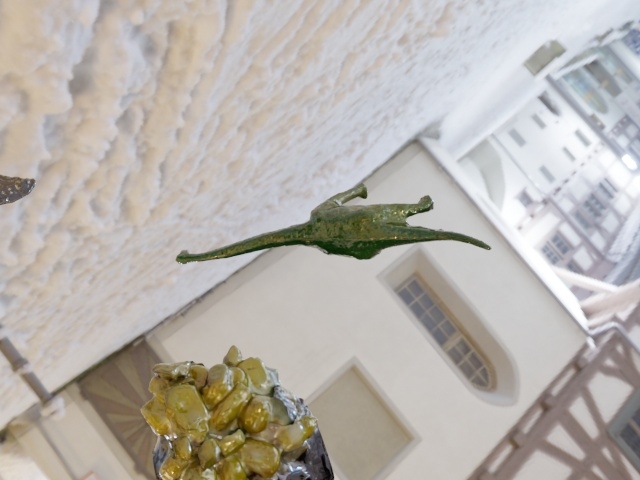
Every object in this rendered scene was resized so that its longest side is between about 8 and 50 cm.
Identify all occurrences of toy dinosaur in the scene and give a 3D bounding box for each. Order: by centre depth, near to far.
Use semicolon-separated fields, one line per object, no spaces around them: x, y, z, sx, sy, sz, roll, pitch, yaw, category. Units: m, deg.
0.000;0.000;0.921;0.301;0.087;0.447;-22;-160;-31;toy dinosaur

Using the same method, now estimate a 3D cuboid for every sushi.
-0.143;0.348;1.117;0.328;0.285;0.328;-5;-155;-16;sushi

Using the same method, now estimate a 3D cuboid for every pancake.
-0.635;-0.140;1.157;0.184;0.190;0.020;-14;158;-47;pancake
